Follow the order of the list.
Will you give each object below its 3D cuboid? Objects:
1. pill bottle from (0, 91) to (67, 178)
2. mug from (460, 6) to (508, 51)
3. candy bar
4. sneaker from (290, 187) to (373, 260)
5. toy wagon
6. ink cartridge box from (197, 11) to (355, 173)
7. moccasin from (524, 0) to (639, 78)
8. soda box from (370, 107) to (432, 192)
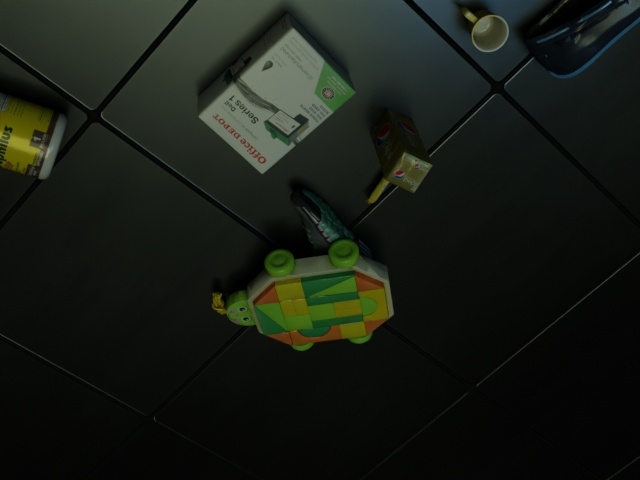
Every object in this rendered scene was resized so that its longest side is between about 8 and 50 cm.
[{"bbox_3d":[-0.534,-0.185,1.413,0.215,0.117,0.117,18,118,-18],"label":"pill bottle"},{"bbox_3d":[0.272,-0.361,1.443,0.062,0.064,0.078,-20,122,6],"label":"mug"},{"bbox_3d":[0.133,-0.129,1.585,0.018,0.040,0.161,37,114,4],"label":"candy bar"},{"bbox_3d":[0.000,0.000,1.624,0.098,0.083,0.224,-35,121,19],"label":"sneaker"},{"bbox_3d":[-0.037,0.120,1.657,0.345,0.068,0.267,-9,139,4],"label":"toy wagon"},{"bbox_3d":[-0.077,-0.242,1.453,0.219,0.092,0.160,-40,118,16],"label":"ink cartridge box"},{"bbox_3d":[0.475,-0.411,1.396,0.117,0.137,0.342,30,113,-25],"label":"moccasin"},{"bbox_3d":[0.136,-0.157,1.482,0.058,0.181,0.061,23,117,-20],"label":"soda box"}]
